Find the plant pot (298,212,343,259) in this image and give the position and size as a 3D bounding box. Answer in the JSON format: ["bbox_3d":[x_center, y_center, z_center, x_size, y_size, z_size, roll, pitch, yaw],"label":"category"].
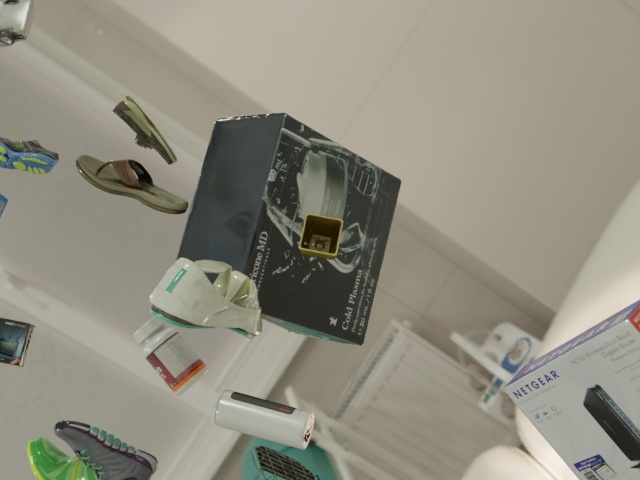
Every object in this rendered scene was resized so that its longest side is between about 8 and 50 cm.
[{"bbox_3d":[0.000,0.000,1.642,0.083,0.081,0.082,96,-175,-71],"label":"plant pot"}]

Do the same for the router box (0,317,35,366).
[{"bbox_3d":[-0.677,0.210,1.632,0.038,0.122,0.092,101,180,-75],"label":"router box"}]

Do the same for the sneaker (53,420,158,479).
[{"bbox_3d":[-0.431,0.435,1.525,0.083,0.223,0.098,-35,30,52],"label":"sneaker"}]

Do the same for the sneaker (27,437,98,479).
[{"bbox_3d":[-0.504,0.510,1.666,0.124,0.295,0.109,-54,-19,-13],"label":"sneaker"}]

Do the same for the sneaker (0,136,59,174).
[{"bbox_3d":[-0.702,-0.203,1.815,0.078,0.188,0.067,-60,-16,-62],"label":"sneaker"}]

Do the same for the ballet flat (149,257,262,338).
[{"bbox_3d":[-0.190,0.112,1.497,0.139,0.139,0.400,-56,-20,0],"label":"ballet flat"}]

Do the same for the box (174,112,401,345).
[{"bbox_3d":[-0.080,-0.018,2.028,0.297,0.471,0.480,3,76,46],"label":"box"}]

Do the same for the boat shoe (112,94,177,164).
[{"bbox_3d":[-0.482,-0.291,2.126,0.073,0.224,0.080,-36,25,-2],"label":"boat shoe"}]

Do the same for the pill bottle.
[{"bbox_3d":[-0.439,0.332,2.258,0.121,0.221,0.121,-41,-3,-3],"label":"pill bottle"}]

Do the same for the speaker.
[{"bbox_3d":[-0.079,0.257,1.112,0.055,0.136,0.055,12,-90,-75],"label":"speaker"}]

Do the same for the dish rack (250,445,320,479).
[{"bbox_3d":[-0.057,0.538,1.539,0.074,0.208,0.271,-43,38,12],"label":"dish rack"}]

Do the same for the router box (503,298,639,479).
[{"bbox_3d":[0.521,0.293,1.308,0.082,0.301,0.335,-34,-11,-37],"label":"router box"}]

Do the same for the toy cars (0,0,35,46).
[{"bbox_3d":[-0.594,-0.509,1.629,0.393,0.176,0.087,-37,-23,-4],"label":"toy cars"}]

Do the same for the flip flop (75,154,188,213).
[{"bbox_3d":[-0.433,-0.143,1.808,0.112,0.277,0.080,-64,-3,-69],"label":"flip flop"}]

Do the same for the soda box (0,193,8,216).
[{"bbox_3d":[-0.618,-0.090,1.288,0.210,0.071,0.067,62,-140,-62],"label":"soda box"}]
